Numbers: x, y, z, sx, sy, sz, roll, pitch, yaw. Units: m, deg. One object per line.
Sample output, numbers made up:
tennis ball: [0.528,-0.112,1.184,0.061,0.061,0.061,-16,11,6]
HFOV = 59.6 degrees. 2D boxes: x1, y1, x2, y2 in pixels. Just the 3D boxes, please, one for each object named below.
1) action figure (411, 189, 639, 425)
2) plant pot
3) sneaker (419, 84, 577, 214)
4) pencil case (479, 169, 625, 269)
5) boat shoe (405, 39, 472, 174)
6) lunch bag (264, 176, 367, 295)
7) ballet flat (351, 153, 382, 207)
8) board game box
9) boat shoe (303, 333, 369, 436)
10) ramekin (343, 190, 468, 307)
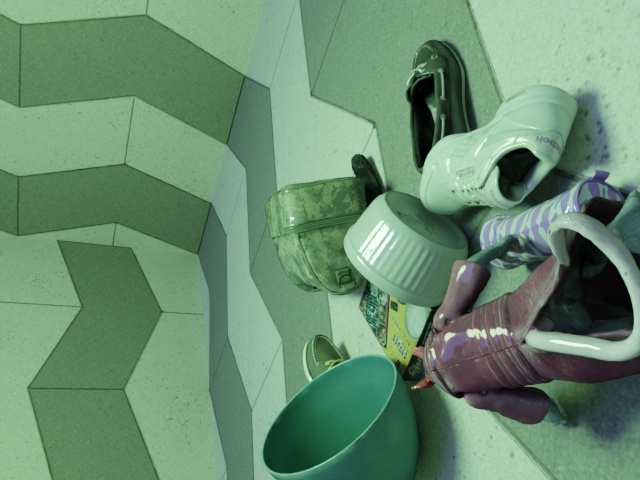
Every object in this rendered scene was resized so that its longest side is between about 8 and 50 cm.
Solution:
action figure: [0.228,0.121,0.617,0.370,0.275,0.248,-35,78,40]
plant pot: [0.066,0.378,1.020,0.195,0.290,0.290,55,161,-12]
sneaker: [0.238,-0.102,0.835,0.305,0.114,0.152,-43,22,56]
pencil case: [0.301,-0.020,0.745,0.206,0.086,0.088,146,122,-62]
boat shoe: [0.207,-0.254,1.038,0.112,0.095,0.336,129,142,-53]
lunch bag: [0.000,0.000,1.313,0.305,0.212,0.256,171,90,-75]
ballet flat: [0.116,-0.138,1.320,0.057,0.049,0.173,-35,51,26]
board game box: [0.156,0.137,1.118,0.243,0.042,0.165,-120,42,-56]
boat shoe: [0.044,0.325,1.261,0.091,0.109,0.305,-66,33,35]
ramekin: [0.154,0.006,0.960,0.109,0.207,0.207,-60,30,27]
